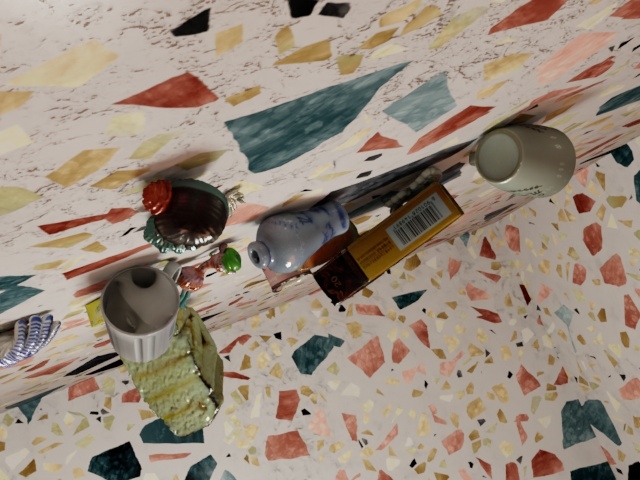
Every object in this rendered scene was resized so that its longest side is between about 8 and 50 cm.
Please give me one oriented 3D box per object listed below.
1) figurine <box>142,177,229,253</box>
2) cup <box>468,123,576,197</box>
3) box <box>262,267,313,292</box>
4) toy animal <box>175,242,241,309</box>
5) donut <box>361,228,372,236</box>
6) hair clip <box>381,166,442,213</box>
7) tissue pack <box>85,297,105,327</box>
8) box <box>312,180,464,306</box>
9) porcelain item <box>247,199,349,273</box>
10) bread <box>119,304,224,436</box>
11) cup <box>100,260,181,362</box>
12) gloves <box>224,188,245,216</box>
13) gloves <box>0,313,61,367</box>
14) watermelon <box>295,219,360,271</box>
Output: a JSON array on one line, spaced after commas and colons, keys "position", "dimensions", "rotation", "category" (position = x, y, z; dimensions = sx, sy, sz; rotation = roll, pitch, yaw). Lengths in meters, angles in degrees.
[{"position": [-0.236, -0.032, 1.089], "dimensions": [0.137, 0.110, 0.245], "rotation": [0, 168, -22], "category": "figurine"}, {"position": [0.477, -0.206, 1.678], "dimensions": [0.234, 0.187, 0.258], "rotation": [-2, -174, -44], "category": "cup"}, {"position": [-0.100, 0.061, 1.815], "dimensions": [0.151, 0.135, 0.151], "rotation": [-22, 172, -3], "category": "box"}, {"position": [-0.290, 0.082, 1.623], "dimensions": [0.208, 0.100, 0.103], "rotation": [-39, -165, 13], "category": "toy animal"}, {"position": [0.239, 0.008, 2.380], "dimensions": [0.226, 0.114, 0.226], "rotation": [-22, 170, -4], "category": "donut"}, {"position": [0.254, -0.145, 1.797], "dimensions": [0.140, 0.054, 0.220], "rotation": [-13, 161, -44], "category": "hair clip"}, {"position": [-0.501, 0.169, 1.686], "dimensions": [0.095, 0.062, 0.176], "rotation": [-25, 171, 24], "category": "tissue pack"}, {"position": [0.190, 0.008, 1.800], "dimensions": [0.415, 0.116, 0.264], "rotation": [-38, 175, 13], "category": "box"}, {"position": [-0.052, -0.012, 1.553], "dimensions": [0.259, 0.141, 0.141], "rotation": [-27, 174, -32], "category": "porcelain item"}, {"position": [-0.443, 0.383, 2.086], "dimensions": [0.239, 0.395, 0.264], "rotation": [-25, -170, 11], "category": "bread"}, {"position": [-0.388, 0.166, 1.511], "dimensions": [0.221, 0.167, 0.202], "rotation": [-27, 160, -27], "category": "cup"}, {"position": [-0.169, -0.067, 1.233], "dimensions": [0.081, 0.037, 0.044], "rotation": [-43, -174, 36], "category": "gloves"}, {"position": [-0.712, 0.237, 1.524], "dimensions": [0.229, 0.097, 0.119], "rotation": [-27, -159, -4], "category": "gloves"}, {"position": [0.004, 0.001, 1.768], "dimensions": [0.245, 0.119, 0.063], "rotation": [-25, -173, -29], "category": "watermelon"}]
